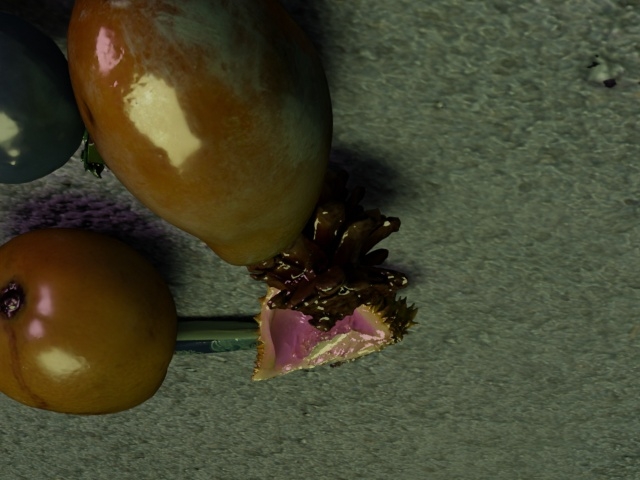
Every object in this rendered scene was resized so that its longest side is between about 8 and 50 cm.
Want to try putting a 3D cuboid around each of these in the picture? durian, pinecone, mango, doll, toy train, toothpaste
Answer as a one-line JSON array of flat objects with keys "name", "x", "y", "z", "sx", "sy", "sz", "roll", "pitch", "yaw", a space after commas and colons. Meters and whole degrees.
[{"name": "durian", "x": 0.011, "y": 0.101, "z": 1.582, "sx": 0.165, "sy": 0.132, "sz": 0.182, "roll": 13, "pitch": 142, "yaw": -29}, {"name": "pinecone", "x": -0.001, "y": 0.004, "z": 1.365, "sx": 0.150, "sy": 0.195, "sz": 0.179, "roll": -54, "pitch": 151, "yaw": 17}, {"name": "mango", "x": -0.091, "y": -0.106, "z": 1.135, "sx": 0.199, "sy": 0.221, "sz": 0.384, "roll": -3, "pitch": 143, "yaw": 13}, {"name": "doll", "x": -0.332, "y": -0.154, "z": 1.167, "sx": 0.258, "sy": 0.154, "sz": 0.228, "roll": 18, "pitch": 150, "yaw": 10}, {"name": "mango", "x": -0.304, "y": 0.117, "z": 1.624, "sx": 0.264, "sy": 0.221, "sz": 0.378, "roll": 3, "pitch": 160, "yaw": 7}, {"name": "toy train", "x": -0.201, "y": -0.128, "z": 1.212, "sx": 0.038, "sy": 0.148, "sz": 0.071, "roll": 9, "pitch": 149, "yaw": -16}, {"name": "toothpaste", "x": -0.159, "y": 0.134, "z": 1.787, "sx": 0.268, "sy": 0.047, "sz": 0.069, "roll": -4, "pitch": 136, "yaw": 17}]
